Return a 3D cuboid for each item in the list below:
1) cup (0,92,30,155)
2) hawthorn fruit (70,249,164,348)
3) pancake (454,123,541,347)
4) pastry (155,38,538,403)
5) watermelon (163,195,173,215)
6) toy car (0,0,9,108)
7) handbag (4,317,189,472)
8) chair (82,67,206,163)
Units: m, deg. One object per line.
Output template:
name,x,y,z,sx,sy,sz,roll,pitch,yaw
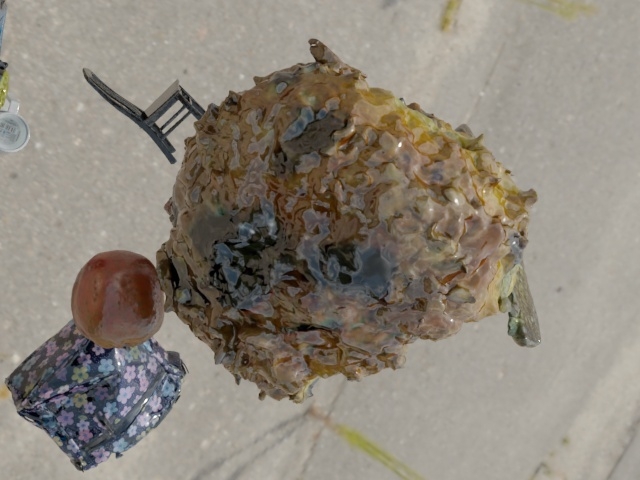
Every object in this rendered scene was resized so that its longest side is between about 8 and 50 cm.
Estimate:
cup,-0.491,-0.181,1.618,0.074,0.116,0.104,19,83,-29
hawthorn fruit,-0.239,0.071,1.234,0.128,0.128,0.128,-32,138,-34
pancake,0.222,-0.001,1.316,0.033,0.286,0.288,-16,154,17
pastry,0.000,-0.016,1.090,0.337,0.405,0.292,57,35,-10
watermelon,-0.146,-0.042,1.313,0.158,0.121,0.098,37,80,-39
toy car,-0.460,-0.236,1.196,0.166,0.198,0.314,-86,-165,-54
handbag,-0.319,0.210,1.528,0.229,0.127,0.208,-47,125,-20
chair,-0.286,-0.240,1.739,0.101,0.084,0.212,-41,111,6
